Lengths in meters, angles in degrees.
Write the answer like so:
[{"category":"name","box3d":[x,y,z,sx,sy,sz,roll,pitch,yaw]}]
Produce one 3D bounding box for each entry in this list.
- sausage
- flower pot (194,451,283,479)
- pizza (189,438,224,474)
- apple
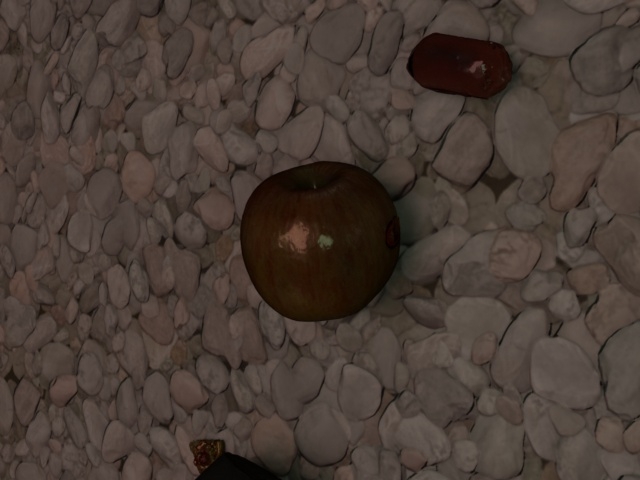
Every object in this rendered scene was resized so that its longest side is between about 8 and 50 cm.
[{"category":"sausage","box3d":[0.172,-0.218,1.105,0.141,0.076,0.076,21,103,35]},{"category":"flower pot","box3d":[-0.110,0.405,1.235,0.269,0.269,0.166,23,82,35]},{"category":"pizza","box3d":[-0.189,0.347,1.404,0.078,0.025,0.083,20,102,33]},{"category":"apple","box3d":[0.000,0.000,1.154,0.211,0.211,0.188,7,120,37]}]
